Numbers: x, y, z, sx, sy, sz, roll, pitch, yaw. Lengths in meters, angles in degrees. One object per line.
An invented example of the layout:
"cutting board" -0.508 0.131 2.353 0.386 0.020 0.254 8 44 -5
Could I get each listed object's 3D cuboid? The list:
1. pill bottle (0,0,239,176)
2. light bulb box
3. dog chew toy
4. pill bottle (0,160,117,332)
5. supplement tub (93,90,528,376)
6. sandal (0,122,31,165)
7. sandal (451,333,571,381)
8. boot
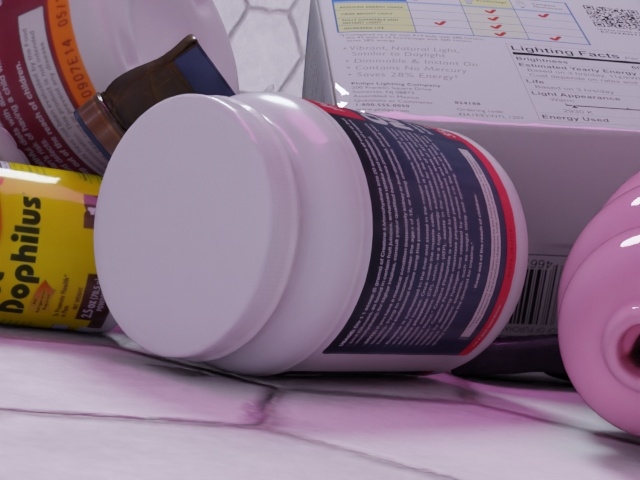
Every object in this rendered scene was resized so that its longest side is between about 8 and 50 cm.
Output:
"pill bottle" -0.293 -0.123 1.213 0.392 0.224 0.224 -17 -9 25
"light bulb box" 0.166 -0.087 1.271 0.358 0.225 0.361 3 29 -5
"dog chew toy" 0.252 0.043 0.870 0.207 0.206 0.332 10 10 25
"pill bottle" -0.245 0.000 0.942 0.215 0.117 0.117 7 2 -22
"supplement tub" 0.000 0.000 0.925 0.191 0.191 0.272 10 3 42
"sandal" -0.326 -0.057 1.013 0.169 0.102 0.416 -17 -36 21
"sandal" 0.225 0.104 1.099 0.255 0.054 0.097 -2 -2 -17
"boot" -0.075 -0.054 1.004 0.219 0.106 0.082 46 6 -34
